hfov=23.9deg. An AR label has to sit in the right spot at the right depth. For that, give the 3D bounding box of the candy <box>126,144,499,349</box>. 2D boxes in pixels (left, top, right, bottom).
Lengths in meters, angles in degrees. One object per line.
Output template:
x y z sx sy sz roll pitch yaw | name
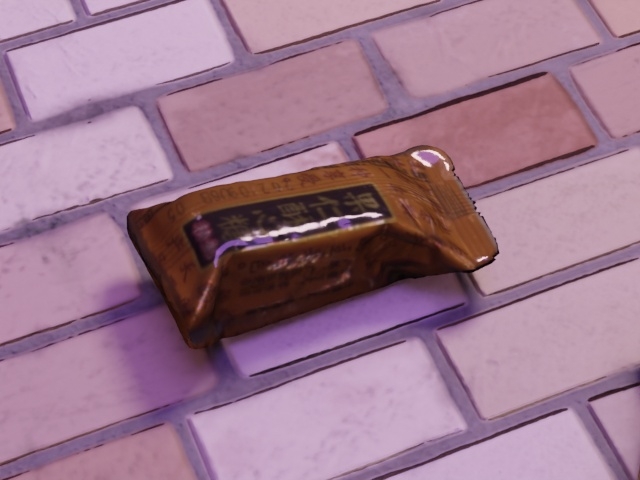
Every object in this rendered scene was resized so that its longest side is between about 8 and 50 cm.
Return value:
0.000 0.000 1.152 0.271 0.101 0.143 -15 51 -18 | candy

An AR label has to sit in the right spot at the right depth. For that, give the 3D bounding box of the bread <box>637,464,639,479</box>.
0.386 0.156 0.938 0.371 0.279 0.390 14 54 7 | bread
